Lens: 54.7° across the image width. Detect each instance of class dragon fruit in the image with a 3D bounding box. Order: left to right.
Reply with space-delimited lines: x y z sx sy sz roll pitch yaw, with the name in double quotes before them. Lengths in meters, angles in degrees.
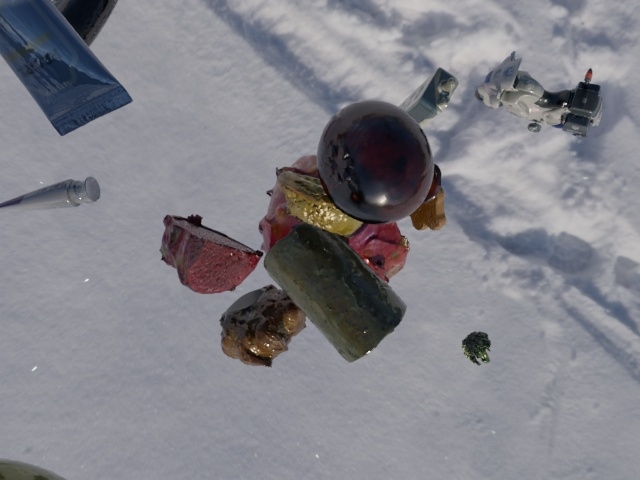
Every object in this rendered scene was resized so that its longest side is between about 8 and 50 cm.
"dragon fruit" -0.261 0.028 1.333 0.161 0.274 0.126 35 98 30
"dragon fruit" 0.000 0.000 1.431 0.371 0.386 0.249 34 64 24

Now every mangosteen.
"mangosteen" 0.090 -0.113 0.899 0.200 0.200 0.199 0 90 -13

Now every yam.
"yam" 0.030 0.094 1.175 0.161 0.161 0.268 -42 76 -10

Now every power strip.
"power strip" 0.215 -0.290 1.383 0.058 0.338 0.098 34 76 -7

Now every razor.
"razor" -0.528 -0.526 1.375 0.113 0.204 0.349 34 90 -37

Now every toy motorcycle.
"toy motorcycle" 0.376 -0.248 1.071 0.221 0.150 0.102 18 80 17

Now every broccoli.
"broccoli" 0.422 0.288 1.661 0.095 0.097 0.092 -29 106 -11

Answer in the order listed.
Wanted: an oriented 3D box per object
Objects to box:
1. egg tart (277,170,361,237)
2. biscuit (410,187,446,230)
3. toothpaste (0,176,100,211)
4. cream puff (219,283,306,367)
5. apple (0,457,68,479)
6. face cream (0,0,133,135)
"egg tart" 0.008 -0.059 1.031 0.191 0.191 0.074 21 98 -13
"biscuit" 0.186 -0.085 1.221 0.027 0.184 0.133 -22 106 -23
"toothpaste" -0.718 -0.107 1.597 0.299 0.114 0.073 -9 104 12
"cream puff" -0.162 0.225 1.651 0.155 0.269 0.241 54 46 -21
"apple" -0.405 0.476 0.693 0.474 0.473 0.473 0 90 -13
"face cream" -0.407 -0.312 0.785 0.136 0.086 0.385 -19 123 20
